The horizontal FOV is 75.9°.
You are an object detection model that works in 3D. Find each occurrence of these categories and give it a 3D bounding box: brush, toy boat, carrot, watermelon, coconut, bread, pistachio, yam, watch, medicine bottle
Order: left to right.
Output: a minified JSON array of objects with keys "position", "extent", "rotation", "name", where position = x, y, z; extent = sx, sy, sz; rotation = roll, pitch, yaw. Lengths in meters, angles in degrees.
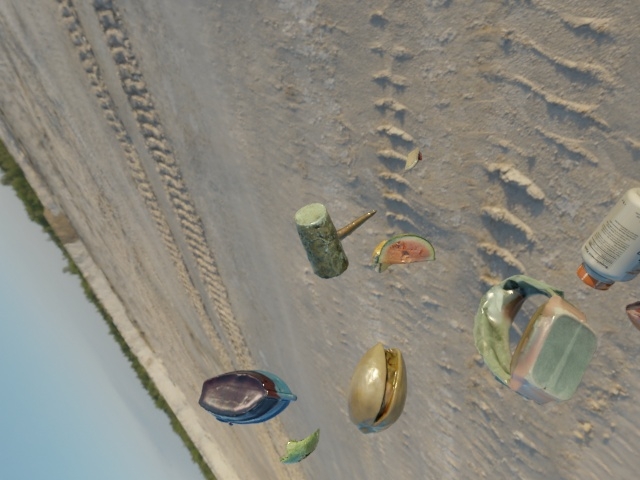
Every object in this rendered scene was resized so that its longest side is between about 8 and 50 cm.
[{"position":[-0.133,0.295,0.769],"extent":[0.223,0.100,0.097],"rotation":[-16,148,37],"name":"toy boat"},{"position":[-0.062,0.664,1.308],"extent":[0.055,0.158,0.133],"rotation":[47,174,31],"name":"coconut"},{"position":[0.000,0.000,1.138],"extent":[0.107,0.107,0.194],"rotation":[10,127,54],"name":"yam"},{"position":[0.085,-0.033,1.381],"extent":[0.254,0.049,0.049],"rotation":[-33,90,24],"name":"carrot"},{"position":[0.118,0.309,0.854],"extent":[0.124,0.185,0.124],"rotation":[19,163,6],"name":"pistachio"},{"position":[0.272,0.066,1.776],"extent":[0.082,0.106,0.125],"rotation":[44,151,33],"name":"bread"},{"position":[0.241,0.013,1.169],"extent":[0.163,0.069,0.087],"rotation":[-3,113,11],"name":"watermelon"},{"position":[0.375,-0.318,1.639],"extent":[0.060,0.321,0.050],"rotation":[-38,97,24],"name":"brush"},{"position":[0.452,0.205,0.926],"extent":[0.161,0.254,0.241],"rotation":[33,174,-21],"name":"watch"},{"position":[0.848,0.009,1.147],"extent":[0.157,0.157,0.289],"rotation":[40,135,28],"name":"medicine bottle"}]

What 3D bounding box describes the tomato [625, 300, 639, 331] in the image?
[{"position":[0.988,0.237,1.164],"extent":[0.199,0.227,0.112],"rotation":[-2,95,61],"name":"tomato"}]
